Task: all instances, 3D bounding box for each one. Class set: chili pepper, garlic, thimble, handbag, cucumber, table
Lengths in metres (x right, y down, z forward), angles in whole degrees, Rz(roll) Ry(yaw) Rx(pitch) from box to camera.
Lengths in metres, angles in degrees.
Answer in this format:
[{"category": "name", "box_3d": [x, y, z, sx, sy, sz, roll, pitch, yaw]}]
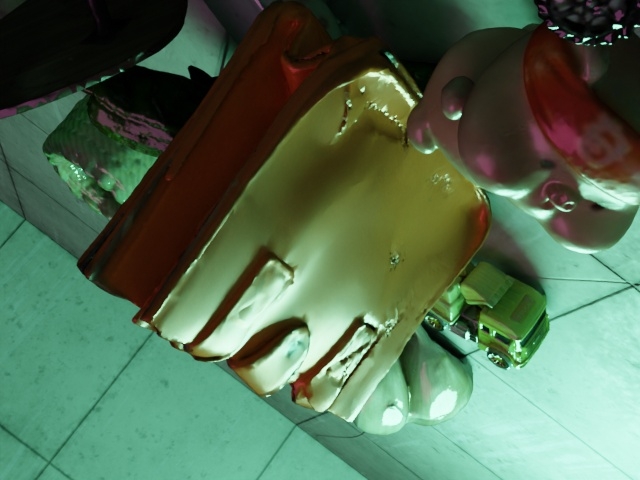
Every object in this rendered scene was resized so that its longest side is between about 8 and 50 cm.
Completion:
[{"category": "chili pepper", "box_3d": [-0.117, -0.120, 0.944, 0.256, 0.100, 0.074, 11, 169, -16]}, {"category": "garlic", "box_3d": [0.113, 0.185, 1.542, 0.292, 0.210, 0.238, 125, 126, -76]}, {"category": "thimble", "box_3d": [-0.291, -0.119, 1.472, 0.219, 0.150, 0.219, 34, 161, 13]}, {"category": "handbag", "box_3d": [0.000, 0.000, 0.899, 0.116, 0.304, 0.410, 32, 176, 31]}, {"category": "cucumber", "box_3d": [0.096, -0.143, 0.892, 0.168, 0.039, 0.039, 22, 156, 46]}, {"category": "table", "box_3d": [-0.302, -0.301, 0.917, 0.317, 0.317, 0.249, 18, 145, 45]}]

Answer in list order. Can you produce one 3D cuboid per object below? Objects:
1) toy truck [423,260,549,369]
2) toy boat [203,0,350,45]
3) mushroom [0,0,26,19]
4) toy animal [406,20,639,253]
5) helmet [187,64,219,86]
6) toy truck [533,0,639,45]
[{"category": "toy truck", "box_3d": [0.176, 0.061, 1.166, 0.191, 0.085, 0.116, 30, 156, 27]}, {"category": "toy boat", "box_3d": [-0.047, -0.227, 0.919, 0.208, 0.079, 0.134, 49, 163, -1]}, {"category": "mushroom", "box_3d": [-0.387, -0.298, 1.328, 0.223, 0.092, 0.081, 30, -156, 31]}, {"category": "toy animal", "box_3d": [0.169, -0.083, 0.696, 0.171, 0.171, 0.197, 45, 173, -22]}, {"category": "helmet", "box_3d": [-0.047, -0.076, 1.094, 0.230, 0.160, 0.279, 60, -164, -77]}, {"category": "toy truck", "box_3d": [0.220, -0.128, 0.561, 0.286, 0.136, 0.111, 41, 134, -22]}]
